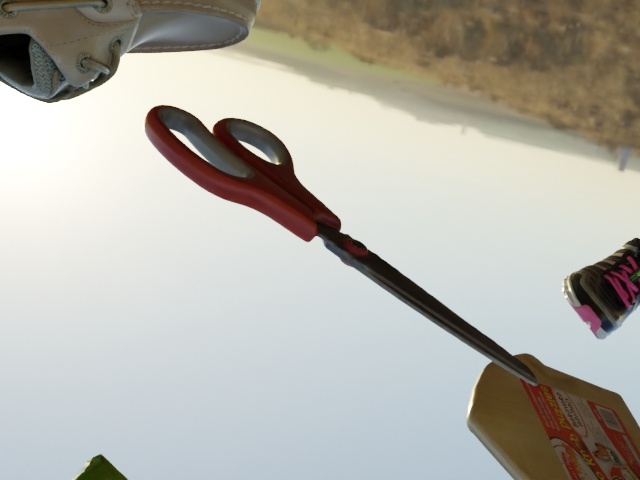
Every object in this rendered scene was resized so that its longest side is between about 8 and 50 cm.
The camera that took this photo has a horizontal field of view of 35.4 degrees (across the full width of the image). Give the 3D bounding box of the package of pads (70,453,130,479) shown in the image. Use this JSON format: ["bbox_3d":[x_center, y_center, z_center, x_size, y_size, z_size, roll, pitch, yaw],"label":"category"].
[{"bbox_3d":[-0.069,0.249,0.347,0.297,0.101,0.229,36,-134,22],"label":"package of pads"}]

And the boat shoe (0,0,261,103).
[{"bbox_3d":[-0.170,-0.130,0.618,0.302,0.098,0.109,-4,167,-35],"label":"boat shoe"}]

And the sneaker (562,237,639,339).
[{"bbox_3d":[0.272,0.035,0.895,0.063,0.075,0.170,57,-148,8],"label":"sneaker"}]

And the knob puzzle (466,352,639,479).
[{"bbox_3d":[0.175,0.156,0.713,0.213,0.030,0.213,28,-153,-16],"label":"knob puzzle"}]

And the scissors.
[{"bbox_3d":[0.000,0.000,0.619,0.109,0.021,0.297,-1,-142,-49],"label":"scissors"}]
